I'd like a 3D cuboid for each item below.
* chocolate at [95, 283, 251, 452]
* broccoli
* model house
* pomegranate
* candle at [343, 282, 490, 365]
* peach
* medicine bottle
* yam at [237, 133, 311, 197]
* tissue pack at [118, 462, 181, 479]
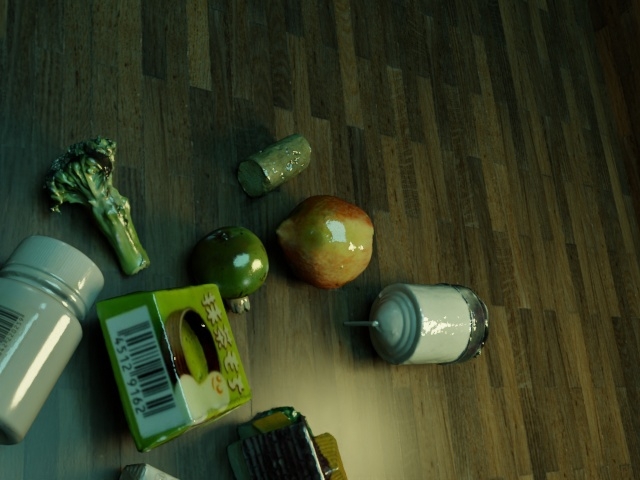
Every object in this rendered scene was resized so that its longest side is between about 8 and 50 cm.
[{"bbox_3d":[-0.281,0.235,1.535,0.288,0.137,0.301,-1,73,-69],"label":"chocolate"},{"bbox_3d":[-0.451,-0.064,1.607,0.145,0.164,0.304,-67,135,-68],"label":"broccoli"},{"bbox_3d":[-0.030,0.493,1.627,0.230,0.248,0.281,-14,82,-41],"label":"model house"},{"bbox_3d":[-0.198,0.073,1.731,0.180,0.180,0.210,-40,130,-40],"label":"pomegranate"},{"bbox_3d":[0.261,0.218,1.977,0.342,0.221,0.221,4,71,-36],"label":"candle"},{"bbox_3d":[0.000,0.000,1.864,0.256,0.232,0.232,6,69,-25],"label":"peach"},{"bbox_3d":[-0.550,0.172,1.377,0.208,0.208,0.340,37,52,-21],"label":"medicine bottle"},{"bbox_3d":[-0.110,-0.194,1.925,0.194,0.107,0.107,-36,96,-41],"label":"yam"},{"bbox_3d":[-0.249,0.578,1.442,0.305,0.238,0.239,35,55,-22],"label":"tissue pack"}]
